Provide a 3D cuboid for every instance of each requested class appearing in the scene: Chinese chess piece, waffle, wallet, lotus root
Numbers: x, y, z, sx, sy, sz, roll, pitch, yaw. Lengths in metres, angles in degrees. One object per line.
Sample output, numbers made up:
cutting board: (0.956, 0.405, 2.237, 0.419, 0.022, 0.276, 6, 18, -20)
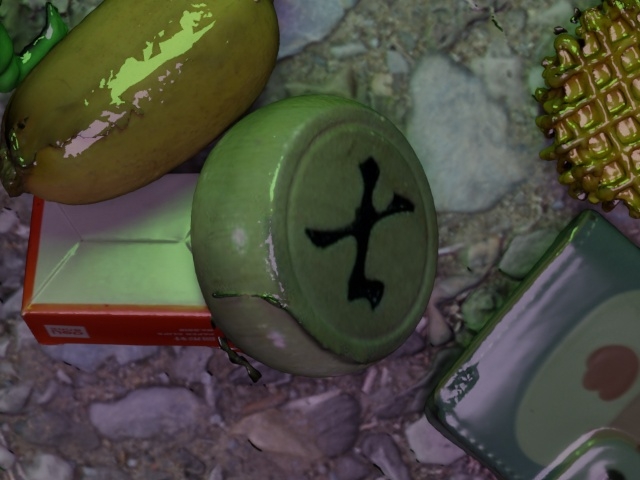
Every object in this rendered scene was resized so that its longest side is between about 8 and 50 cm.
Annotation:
Chinese chess piece: (0.000, 0.000, 1.083, 0.092, 0.238, 0.237, -4, 106, 40)
waffle: (0.279, -0.116, 1.136, 0.193, 0.070, 0.197, 7, 100, -1)
wallet: (0.283, 0.173, 1.194, 0.360, 0.083, 0.252, 41, 94, -8)
lotus root: (-0.134, -0.133, 1.082, 0.303, 0.131, 0.146, -42, 71, -11)

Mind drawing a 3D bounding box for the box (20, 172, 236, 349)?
box: (-0.150, 0.019, 1.133, 0.182, 0.099, 0.133, -1, 70, -1)

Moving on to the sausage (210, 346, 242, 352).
sausage: (-0.090, 0.073, 1.188, 0.145, 0.048, 0.050, 11, 141, -1)

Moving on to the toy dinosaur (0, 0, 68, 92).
toy dinosaur: (-0.353, -0.046, 0.975, 0.144, 0.500, 0.374, 36, 145, -3)
